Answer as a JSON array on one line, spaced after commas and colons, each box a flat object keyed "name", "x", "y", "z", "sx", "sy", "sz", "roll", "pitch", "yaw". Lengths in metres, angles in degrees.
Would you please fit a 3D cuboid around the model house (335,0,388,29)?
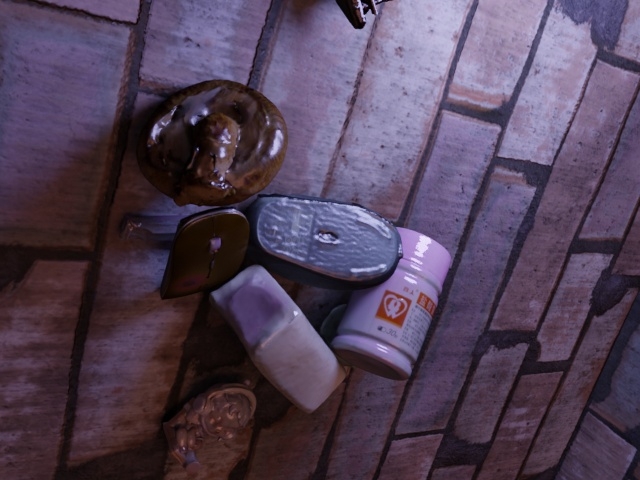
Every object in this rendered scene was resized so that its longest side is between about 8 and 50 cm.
[{"name": "model house", "x": 0.086, "y": -0.540, "z": 1.352, "sx": 0.164, "sy": 0.141, "sz": 0.203, "roll": -29, "pitch": 125, "yaw": -5}]

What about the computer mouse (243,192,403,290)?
[{"name": "computer mouse", "x": -0.001, "y": -0.001, "z": 1.558, "sx": 0.373, "sy": 0.114, "sz": 0.204, "roll": 15, "pitch": 79, "yaw": -18}]

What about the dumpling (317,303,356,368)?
[{"name": "dumpling", "x": 0.054, "y": 0.241, "z": 1.782, "sx": 0.219, "sy": 0.107, "sz": 0.153, "roll": 55, "pitch": 38, "yaw": -47}]

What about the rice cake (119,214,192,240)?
[{"name": "rice cake", "x": -0.277, "y": -0.028, "z": 1.434, "sx": 0.269, "sy": 0.049, "sz": 0.055, "roll": -2, "pitch": 137, "yaw": -33}]

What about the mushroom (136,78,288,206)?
[{"name": "mushroom", "x": -0.199, "y": -0.162, "z": 1.282, "sx": 0.263, "sy": 0.283, "sz": 0.195, "roll": 17, "pitch": 124, "yaw": -1}]

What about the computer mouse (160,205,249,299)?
[{"name": "computer mouse", "x": -0.235, "y": 0.041, "z": 1.392, "sx": 0.158, "sy": 0.072, "sz": 0.310, "roll": -16, "pitch": 156, "yaw": -28}]

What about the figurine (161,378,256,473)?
[{"name": "figurine", "x": -0.246, "y": 0.416, "z": 1.630, "sx": 0.236, "sy": 0.141, "sz": 0.163, "roll": -33, "pitch": 133, "yaw": -16}]

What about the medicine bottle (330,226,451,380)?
[{"name": "medicine bottle", "x": 0.171, "y": 0.150, "z": 1.667, "sx": 0.202, "sy": 0.202, "sz": 0.316, "roll": 40, "pitch": 66, "yaw": -41}]

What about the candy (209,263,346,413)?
[{"name": "candy", "x": -0.085, "y": 0.219, "z": 1.547, "sx": 0.145, "sy": 0.208, "sz": 0.359, "roll": -38, "pitch": 142, "yaw": -6}]
